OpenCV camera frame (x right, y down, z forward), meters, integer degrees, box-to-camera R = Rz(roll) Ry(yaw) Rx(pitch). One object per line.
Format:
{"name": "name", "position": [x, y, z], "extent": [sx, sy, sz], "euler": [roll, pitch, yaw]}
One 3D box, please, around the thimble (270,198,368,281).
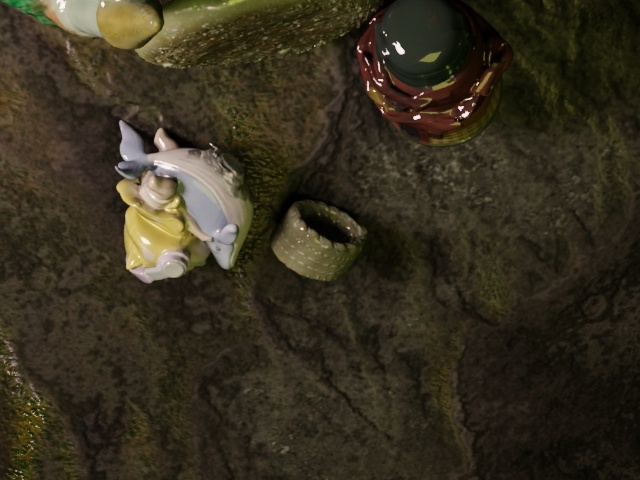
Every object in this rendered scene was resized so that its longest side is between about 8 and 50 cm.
{"name": "thimble", "position": [0.000, 0.000, 2.101], "extent": [0.110, 0.084, 0.062], "euler": [11, 130, -36]}

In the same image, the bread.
{"name": "bread", "position": [-0.064, -0.221, 1.826], "extent": [0.267, 0.040, 0.267], "euler": [-12, 173, -1]}

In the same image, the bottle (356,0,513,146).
{"name": "bottle", "position": [0.121, -0.178, 1.853], "extent": [0.156, 0.143, 0.271], "euler": [-10, 170, 7]}

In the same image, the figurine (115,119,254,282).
{"name": "figurine", "position": [-0.163, -0.038, 2.015], "extent": [0.184, 0.128, 0.208], "euler": [-34, 120, 21]}

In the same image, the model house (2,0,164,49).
{"name": "model house", "position": [-0.158, -0.305, 1.598], "extent": [0.194, 0.325, 0.267], "euler": [30, 86, -31]}
